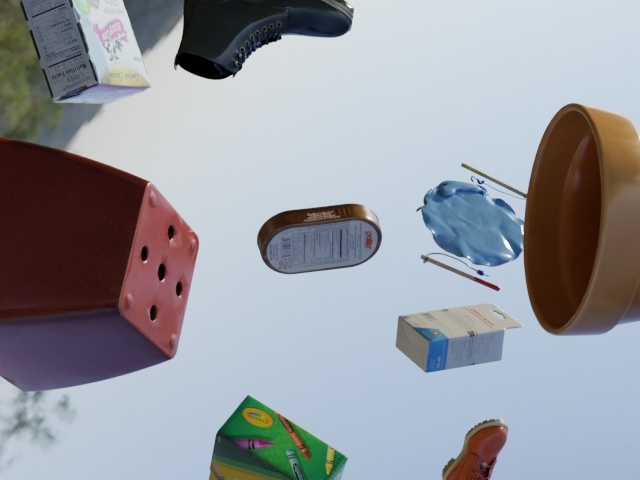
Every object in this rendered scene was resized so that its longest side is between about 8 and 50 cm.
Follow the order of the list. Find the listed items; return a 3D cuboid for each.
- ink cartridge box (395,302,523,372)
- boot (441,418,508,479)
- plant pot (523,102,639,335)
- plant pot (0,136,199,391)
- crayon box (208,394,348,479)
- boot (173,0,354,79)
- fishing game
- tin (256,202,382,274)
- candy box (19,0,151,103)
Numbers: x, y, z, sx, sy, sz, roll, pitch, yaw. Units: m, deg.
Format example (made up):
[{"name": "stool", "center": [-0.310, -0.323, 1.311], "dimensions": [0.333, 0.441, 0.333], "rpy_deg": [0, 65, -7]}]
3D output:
[{"name": "ink cartridge box", "center": [0.226, 0.156, 2.055], "dimensions": [0.104, 0.180, 0.060], "rpy_deg": [-141, -130, -57]}, {"name": "boot", "center": [0.234, 0.331, 1.848], "dimensions": [0.084, 0.059, 0.158], "rpy_deg": [-100, -151, -51]}, {"name": "plant pot", "center": [0.394, -0.019, 1.588], "dimensions": [0.291, 0.204, 0.290], "rpy_deg": [-176, -90, -81]}, {"name": "plant pot", "center": [-0.309, 0.039, 1.641], "dimensions": [0.267, 0.236, 0.267], "rpy_deg": [56, 40, -59]}, {"name": "crayon box", "center": [-0.071, 0.358, 1.788], "dimensions": [0.081, 0.165, 0.278], "rpy_deg": [-49, 162, -38]}, {"name": "boot", "center": [-0.067, -0.229, 1.454], "dimensions": [0.077, 0.198, 0.137], "rpy_deg": [98, 1, -58]}, {"name": "fishing game", "center": [0.248, -0.023, 2.084], "dimensions": [0.264, 0.189, 0.041], "rpy_deg": [-67, 180, -46]}, {"name": "tin", "center": [0.000, 0.000, 1.912], "dimensions": [0.106, 0.190, 0.040], "rpy_deg": [91, -11, -45]}, {"name": "candy box", "center": [-0.305, -0.290, 1.579], "dimensions": [0.071, 0.233, 0.159], "rpy_deg": [-18, -179, 17]}]
